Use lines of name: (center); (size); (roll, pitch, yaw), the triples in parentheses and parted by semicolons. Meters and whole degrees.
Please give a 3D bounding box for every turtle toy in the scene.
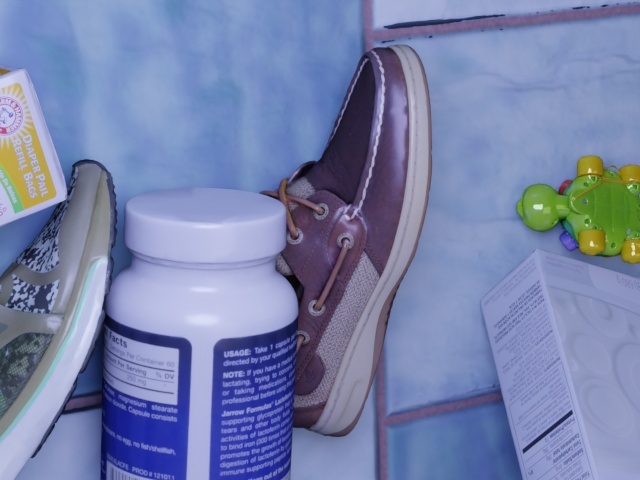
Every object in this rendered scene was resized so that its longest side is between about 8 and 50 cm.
turtle toy: (0.244, -0.026, 1.549); (0.130, 0.066, 0.095); (10, 72, -27)

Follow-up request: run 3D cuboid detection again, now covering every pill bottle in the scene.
pill bottle: (-0.094, 0.099, 1.319); (0.153, 0.153, 0.265); (-4, 107, -28)

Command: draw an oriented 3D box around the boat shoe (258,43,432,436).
boat shoe: (0.000, 0.000, 1.388); (0.123, 0.123, 0.342); (8, 111, -19)

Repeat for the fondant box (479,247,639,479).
fondant box: (0.289, 0.186, 1.487); (0.238, 0.096, 0.330); (15, 48, -31)

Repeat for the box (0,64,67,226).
box: (-0.304, -0.048, 1.214); (0.203, 0.114, 0.103); (-24, 110, -23)

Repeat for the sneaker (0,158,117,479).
sneaker: (-0.289, 0.104, 1.252); (0.182, 0.158, 0.410); (30, 80, -13)
